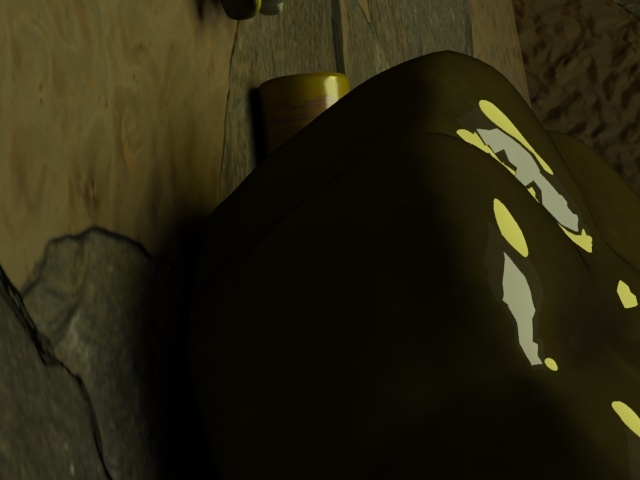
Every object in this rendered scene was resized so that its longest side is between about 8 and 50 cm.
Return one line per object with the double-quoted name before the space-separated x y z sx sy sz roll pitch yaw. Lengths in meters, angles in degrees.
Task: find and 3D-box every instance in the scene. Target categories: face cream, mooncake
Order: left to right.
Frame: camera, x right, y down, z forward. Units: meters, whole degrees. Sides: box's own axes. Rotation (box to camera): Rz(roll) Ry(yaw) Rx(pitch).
"face cream" 0.000 0.000 1.353 0.078 0.078 0.273 3 80 -76
"mooncake" 0.131 0.104 1.134 0.467 0.262 0.467 40 27 -25

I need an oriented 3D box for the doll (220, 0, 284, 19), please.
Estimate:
"doll" -0.044 -0.245 1.291 0.207 0.081 0.129 -79 165 -57
